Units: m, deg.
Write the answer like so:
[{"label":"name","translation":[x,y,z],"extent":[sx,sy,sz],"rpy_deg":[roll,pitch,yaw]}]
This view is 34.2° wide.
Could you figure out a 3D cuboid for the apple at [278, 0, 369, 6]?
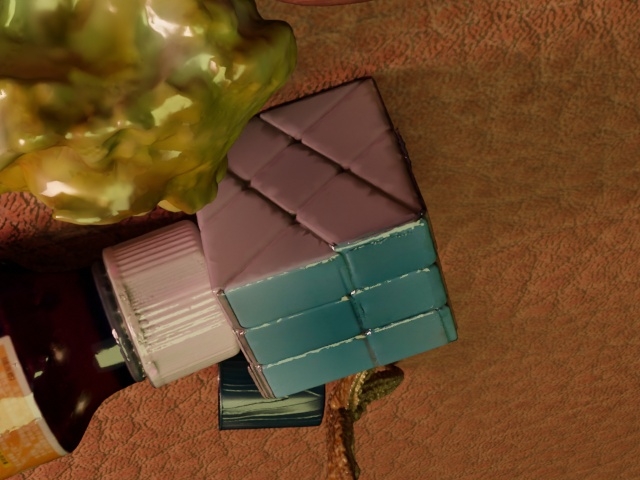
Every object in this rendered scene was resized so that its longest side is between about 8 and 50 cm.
[{"label":"apple","translation":[-0.010,-0.298,0.734],"extent":[0.235,0.305,0.306],"rpy_deg":[-37,135,18]}]

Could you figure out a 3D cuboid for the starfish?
[{"label":"starfish","translation":[0.054,0.222,1.352],"extent":[0.094,0.327,0.375],"rpy_deg":[14,132,5]}]

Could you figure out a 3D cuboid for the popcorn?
[{"label":"popcorn","translation":[-0.214,-0.152,0.885],"extent":[0.334,0.292,0.293],"rpy_deg":[23,91,-16]}]

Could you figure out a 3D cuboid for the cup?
[{"label":"cup","translation":[-0.065,0.182,1.375],"extent":[0.138,0.113,0.150],"rpy_deg":[0,130,-7]}]

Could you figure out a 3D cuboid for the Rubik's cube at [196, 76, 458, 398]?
[{"label":"Rubik's cube","translation":[0.000,0.000,1.119],"extent":[0.231,0.221,0.224],"rpy_deg":[-19,140,3]}]

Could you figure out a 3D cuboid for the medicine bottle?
[{"label":"medicine bottle","translation":[-0.291,0.118,1.149],"extent":[0.395,0.242,0.242],"rpy_deg":[-20,140,-3]}]
